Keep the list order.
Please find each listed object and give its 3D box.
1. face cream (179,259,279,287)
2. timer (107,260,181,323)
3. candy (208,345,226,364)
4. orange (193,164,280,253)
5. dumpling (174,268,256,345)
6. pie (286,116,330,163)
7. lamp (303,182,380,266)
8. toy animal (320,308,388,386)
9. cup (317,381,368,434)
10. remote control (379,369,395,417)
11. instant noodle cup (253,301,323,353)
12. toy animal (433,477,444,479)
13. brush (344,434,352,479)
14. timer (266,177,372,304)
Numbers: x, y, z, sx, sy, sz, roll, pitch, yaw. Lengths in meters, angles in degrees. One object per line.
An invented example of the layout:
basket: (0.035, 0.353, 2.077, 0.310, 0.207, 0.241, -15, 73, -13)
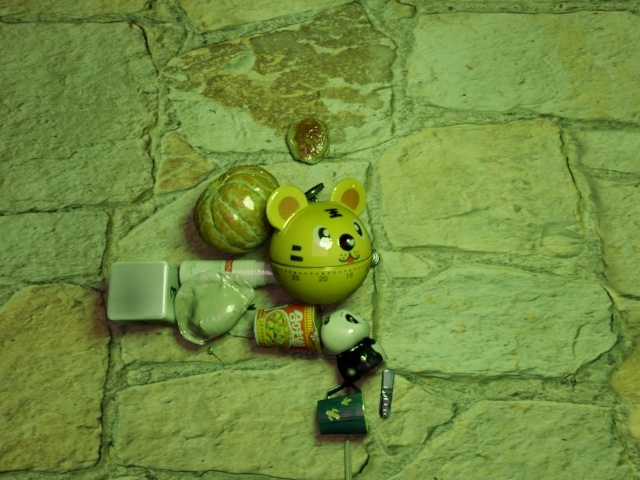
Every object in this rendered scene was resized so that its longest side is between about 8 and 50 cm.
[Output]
face cream: (-0.309, 0.116, 1.958, 0.345, 0.102, 0.102, -1, 76, 1)
timer: (-0.588, 0.181, 1.898, 0.194, 0.195, 0.193, -1, 76, 2)
candy: (-0.354, 0.395, 1.933, 0.083, 0.025, 0.023, 43, 108, 2)
orange: (-0.273, -0.104, 1.911, 0.329, 0.329, 0.249, -48, 124, -10)
dumpling: (-0.356, 0.221, 1.900, 0.293, 0.163, 0.205, -41, 69, 5)
pie: (-0.044, -0.375, 2.090, 0.163, 0.079, 0.194, -14, 75, 1)
lamp: (0.062, -0.050, 1.988, 0.130, 0.108, 0.371, -35, 78, -3)
toy animal: (0.102, 0.338, 1.851, 0.165, 0.187, 0.235, -31, 77, 7)
cup: (0.070, 0.552, 1.840, 0.155, 0.131, 0.177, -9, 46, 3)
remote control: (0.223, 0.515, 1.887, 0.043, 0.027, 0.153, 5, 74, 7)
instant noodle cup: (-0.108, 0.290, 1.879, 0.211, 0.193, 0.193, -5, 76, 8)
toy animal: (0.368, 0.886, 1.761, 0.243, 0.087, 0.260, 15, 74, 6)
brush: (0.092, 0.786, 1.814, 0.039, 0.042, 0.300, -13, 71, 39)
timer: (0.000, 0.000, 1.815, 0.375, 0.376, 0.388, 1, 105, 1)
